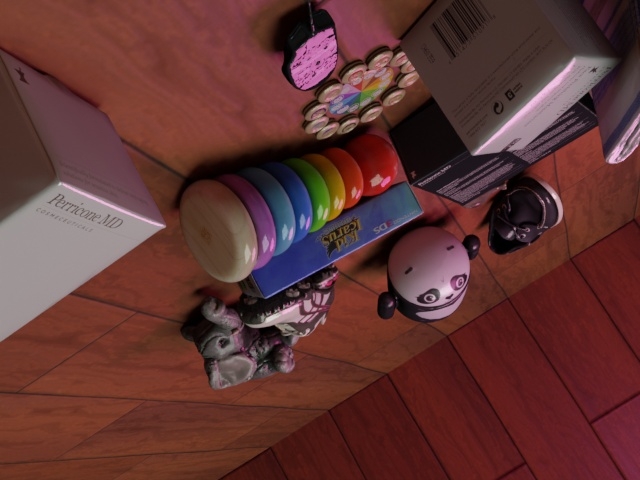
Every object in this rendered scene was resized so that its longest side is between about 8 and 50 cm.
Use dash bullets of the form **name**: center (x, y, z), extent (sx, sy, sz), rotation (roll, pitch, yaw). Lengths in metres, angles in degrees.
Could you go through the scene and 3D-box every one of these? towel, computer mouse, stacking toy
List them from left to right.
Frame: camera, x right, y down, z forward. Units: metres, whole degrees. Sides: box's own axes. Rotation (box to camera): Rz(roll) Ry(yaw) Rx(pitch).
- **computer mouse**: center (-0.020, -0.235, 1.024), extent (0.071, 0.041, 0.242), rotation (-36, 158, -14)
- **stacking toy**: center (-0.026, -0.067, 1.357), extent (0.330, 0.141, 0.141), rotation (-28, 164, -35)
- **towel**: center (0.365, -0.256, 1.209), extent (0.034, 0.285, 0.209), rotation (-4, 161, -2)

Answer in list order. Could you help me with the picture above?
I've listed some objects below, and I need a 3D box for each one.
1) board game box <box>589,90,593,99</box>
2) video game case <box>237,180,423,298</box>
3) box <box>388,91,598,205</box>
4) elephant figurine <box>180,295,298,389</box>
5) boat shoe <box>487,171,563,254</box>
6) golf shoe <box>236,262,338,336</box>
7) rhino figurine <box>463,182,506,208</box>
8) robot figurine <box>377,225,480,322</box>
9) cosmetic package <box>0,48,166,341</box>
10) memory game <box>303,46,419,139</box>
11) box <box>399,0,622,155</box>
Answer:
- **board game box**: center (0.477, -0.237, 1.830), extent (0.193, 0.045, 0.147), rotation (-30, 163, -3)
- **video game case**: center (0.000, 0.000, 1.537), extent (0.269, 0.061, 0.244), rotation (-28, -175, -11)
- **box**: center (0.263, -0.169, 1.485), extent (0.261, 0.103, 0.184), rotation (-32, 158, 25)
- **elephant figurine**: center (-0.170, 0.178, 1.782), extent (0.239, 0.186, 0.169), rotation (4, -174, -45)
- **boat shoe**: center (0.426, -0.044, 2.153), extent (0.113, 0.127, 0.340), rotation (-40, 174, -10)
- **golf shoe**: center (-0.046, 0.119, 1.711), extent (0.105, 0.120, 0.273), rotation (8, -164, 28)
- **rhino figurine**: center (0.285, -0.116, 1.787), extent (0.106, 0.073, 0.243), rotation (-31, 168, 0)
- **robot figurine**: center (0.224, 0.077, 2.062), extent (0.278, 0.173, 0.209), rotation (78, 28, -72)
- **cosmetic package**: center (-0.358, 0.008, 0.926), extent (0.365, 0.155, 0.197), rotation (-33, 160, 12)
- **memory game**: center (0.057, -0.193, 1.301), extent (0.186, 0.012, 0.186), rotation (-28, 163, -9)
- **box**: center (0.224, -0.228, 1.193), extent (0.119, 0.182, 0.181), rotation (-12, 154, -46)
